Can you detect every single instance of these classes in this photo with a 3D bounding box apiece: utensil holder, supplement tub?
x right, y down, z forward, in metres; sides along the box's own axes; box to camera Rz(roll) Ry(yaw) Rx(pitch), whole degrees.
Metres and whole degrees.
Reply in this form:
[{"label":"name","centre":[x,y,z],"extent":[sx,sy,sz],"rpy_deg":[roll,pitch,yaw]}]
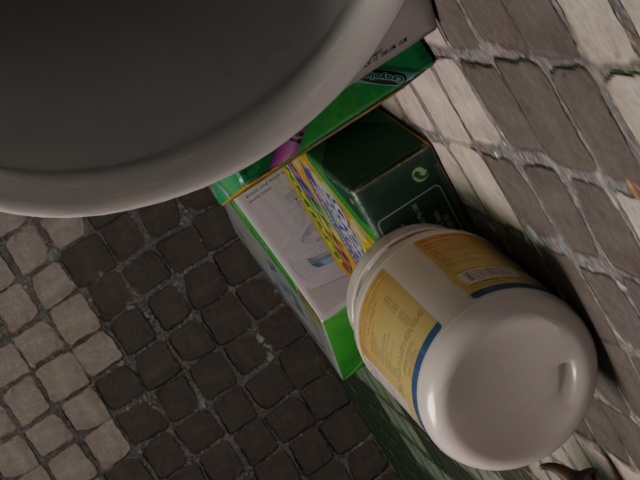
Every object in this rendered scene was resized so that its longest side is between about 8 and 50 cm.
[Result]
[{"label":"utensil holder","centre":[-0.169,-0.256,1.002],"extent":[0.385,0.327,0.327],"rpy_deg":[56,174,37]},{"label":"supplement tub","centre":[0.111,0.076,1.354],"extent":[0.144,0.144,0.200],"rpy_deg":[60,173,-28]}]

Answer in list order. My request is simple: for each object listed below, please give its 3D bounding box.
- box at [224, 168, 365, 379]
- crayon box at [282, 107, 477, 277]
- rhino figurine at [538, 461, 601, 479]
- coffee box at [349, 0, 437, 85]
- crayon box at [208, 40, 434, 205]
[{"label":"box","centre":[0.000,0.000,1.908],"extent":[0.231,0.127,0.262],"rpy_deg":[53,174,17]},{"label":"crayon box","centre":[0.045,-0.034,1.585],"extent":[0.203,0.083,0.323],"rpy_deg":[60,173,-27]},{"label":"rhino figurine","centre":[0.255,0.294,1.509],"extent":[0.243,0.106,0.073],"rpy_deg":[57,173,-8]},{"label":"coffee box","centre":[-0.049,-0.208,1.184],"extent":[0.246,0.141,0.098],"rpy_deg":[52,171,35]},{"label":"crayon box","centre":[-0.023,-0.109,1.351],"extent":[0.081,0.165,0.278],"rpy_deg":[57,174,-2]}]
